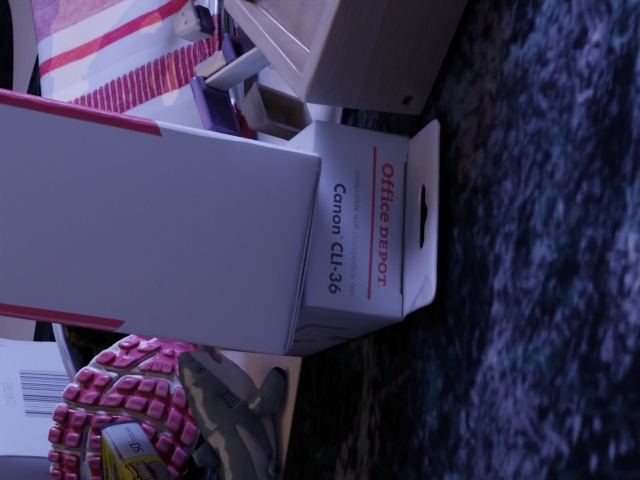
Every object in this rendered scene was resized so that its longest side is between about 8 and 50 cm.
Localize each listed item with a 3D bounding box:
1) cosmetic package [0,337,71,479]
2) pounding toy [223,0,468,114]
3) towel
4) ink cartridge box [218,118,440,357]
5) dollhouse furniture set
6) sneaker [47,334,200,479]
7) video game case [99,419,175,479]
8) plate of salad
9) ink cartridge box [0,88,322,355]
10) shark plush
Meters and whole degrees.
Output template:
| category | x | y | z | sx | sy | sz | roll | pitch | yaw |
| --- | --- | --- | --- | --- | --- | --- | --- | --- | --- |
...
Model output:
| category | x | y | z | sx | sy | sz | roll | pitch | yaw |
| --- | --- | --- | --- | --- | --- | --- | --- | --- | --- |
| cosmetic package | -0.318 | 0.321 | 1.267 | 0.217 | 0.156 | 0.385 | -120 | 43 | -56 |
| pounding toy | 0.025 | -0.208 | 0.694 | 0.181 | 0.094 | 0.206 | 54 | 132 | 46 |
| towel | -0.162 | -0.113 | 1.023 | 0.237 | 0.037 | 0.329 | -19 | 71 | 36 |
| ink cartridge box | 0.000 | 0.000 | 0.736 | 0.198 | 0.067 | 0.115 | 150 | 126 | -62 |
| dollhouse furniture set | -0.026 | -0.120 | 0.804 | 0.081 | 0.114 | 0.091 | -28 | 70 | 27 |
| sneaker | -0.181 | 0.202 | 1.044 | 0.299 | 0.121 | 0.112 | -65 | -3 | 18 |
| video game case | -0.111 | 0.300 | 0.866 | 0.248 | 0.035 | 0.274 | -150 | 56 | -65 |
| plate of salad | -0.208 | 0.094 | 1.141 | 0.200 | 0.048 | 0.199 | -18 | -90 | -88 |
| ink cartridge box | -0.148 | -0.020 | 0.740 | 0.283 | 0.207 | 0.117 | -166 | 85 | -69 |
| shark plush | -0.069 | 0.158 | 0.846 | 0.073 | 0.067 | 0.161 | 150 | 124 | -61 |
